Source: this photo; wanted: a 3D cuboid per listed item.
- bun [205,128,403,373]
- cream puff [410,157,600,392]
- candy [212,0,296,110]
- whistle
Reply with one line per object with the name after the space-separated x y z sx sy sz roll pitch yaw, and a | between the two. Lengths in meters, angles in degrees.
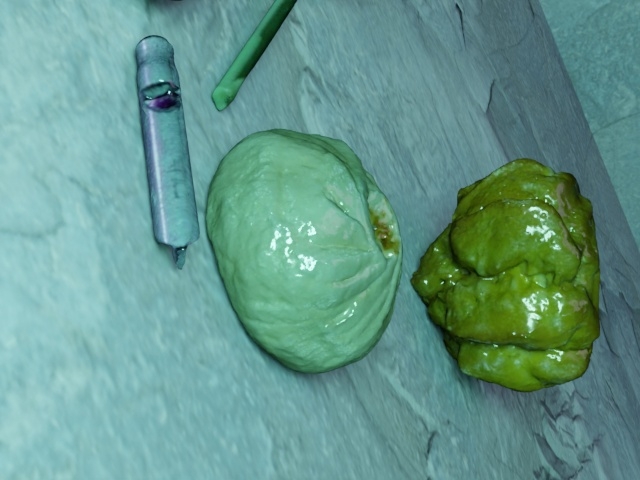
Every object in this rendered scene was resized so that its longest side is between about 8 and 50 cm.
0.000 0.000 0.955 0.195 0.118 0.195 50 26 -36 | bun
0.206 0.041 1.294 0.244 0.196 0.244 48 32 -44 | cream puff
-0.021 -0.242 1.159 0.119 0.119 0.440 60 31 -24 | candy
-0.108 -0.065 0.866 0.033 0.033 0.177 33 42 -57 | whistle
